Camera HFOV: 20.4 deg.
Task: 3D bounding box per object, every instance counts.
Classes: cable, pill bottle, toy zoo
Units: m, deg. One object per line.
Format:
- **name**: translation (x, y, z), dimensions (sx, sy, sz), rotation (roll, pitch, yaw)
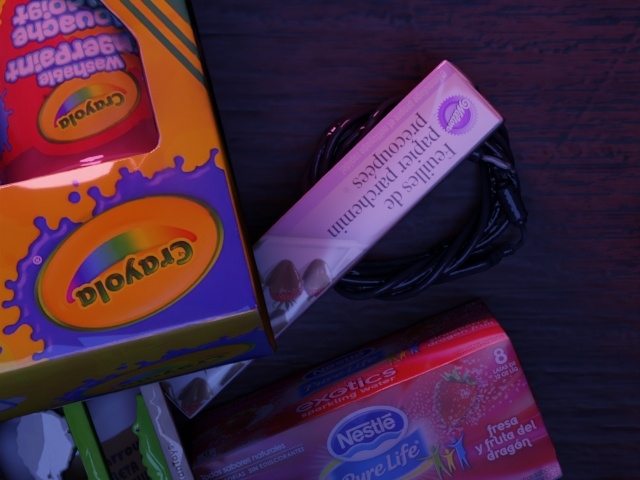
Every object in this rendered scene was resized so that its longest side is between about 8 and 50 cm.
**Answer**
- **cable**: translation (0.062, -0.034, 1.358), dimensions (0.184, 0.047, 0.150), rotation (-15, 103, 0)
- **pill bottle**: translation (-0.172, 0.162, 1.338), dimensions (0.131, 0.131, 0.229), rotation (-23, 101, 1)
- **toy zoo**: translation (-0.229, 0.205, 1.237), dimensions (0.293, 0.030, 0.192), rotation (-21, 84, -3)

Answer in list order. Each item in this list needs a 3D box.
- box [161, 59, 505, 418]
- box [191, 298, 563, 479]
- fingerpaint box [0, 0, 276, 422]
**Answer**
- **box**: translation (0.000, 0.000, 1.316), dimensions (0.324, 0.067, 0.063), rotation (-44, 88, 10)
- **box**: translation (0.038, 0.157, 1.354), dimensions (0.257, 0.128, 0.122), rotation (-23, 103, 1)
- **fingerpaint box**: translation (-0.289, -0.055, 1.194), dimensions (0.445, 0.163, 0.371), rotation (-13, 76, -1)
